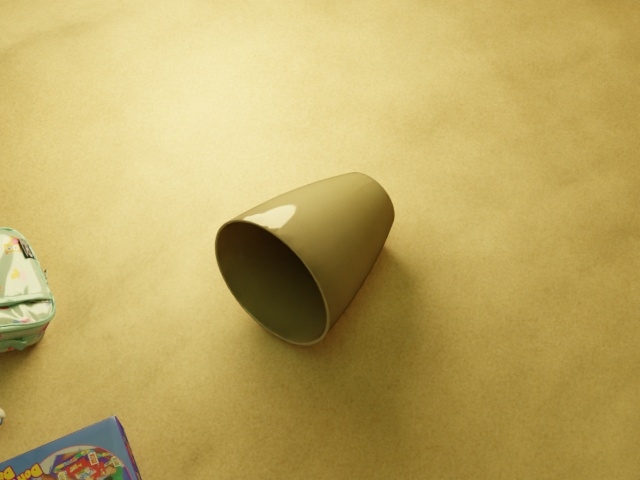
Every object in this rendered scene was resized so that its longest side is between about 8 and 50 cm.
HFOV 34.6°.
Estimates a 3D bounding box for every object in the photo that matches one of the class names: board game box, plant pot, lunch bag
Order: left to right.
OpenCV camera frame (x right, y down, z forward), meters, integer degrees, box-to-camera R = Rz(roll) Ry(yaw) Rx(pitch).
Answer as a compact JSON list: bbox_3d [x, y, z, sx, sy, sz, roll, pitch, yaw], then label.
[{"bbox_3d":[-0.601,0.095,1.762,0.279,0.108,0.224,-10,57,-39],"label":"lunch bag"},{"bbox_3d":[-0.450,0.462,1.654,0.347,0.078,0.233,-22,65,-9],"label":"board game box"},{"bbox_3d":[0.000,0.000,1.800,0.256,0.256,0.274,37,54,17],"label":"plant pot"}]

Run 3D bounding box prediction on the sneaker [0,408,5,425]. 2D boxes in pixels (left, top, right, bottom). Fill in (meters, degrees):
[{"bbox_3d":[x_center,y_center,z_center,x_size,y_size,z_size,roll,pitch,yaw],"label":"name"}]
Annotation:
[{"bbox_3d":[-0.632,0.363,1.711,0.240,0.091,0.126,-19,75,0],"label":"sneaker"}]
